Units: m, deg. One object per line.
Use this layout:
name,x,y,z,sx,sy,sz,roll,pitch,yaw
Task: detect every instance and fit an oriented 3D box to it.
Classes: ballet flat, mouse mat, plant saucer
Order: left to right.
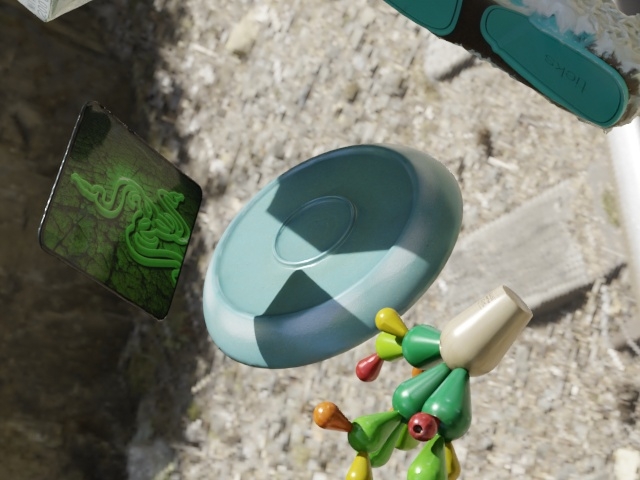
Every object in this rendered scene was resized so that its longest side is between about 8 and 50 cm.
mouse mat,-0.184,-0.025,1.123,0.007,0.190,0.152,0,65,32
plant saucer,0.000,0.000,1.277,0.317,0.044,0.317,-23,38,19
ballet flat,0.186,-0.263,1.241,0.409,0.147,0.147,37,109,11

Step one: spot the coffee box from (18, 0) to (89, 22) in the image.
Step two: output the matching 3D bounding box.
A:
coffee box,-0.255,-0.494,1.187,0.334,0.338,0.337,39,141,13

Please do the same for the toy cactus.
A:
toy cactus,0.083,0.101,0.921,0.180,0.112,0.219,-47,9,14
